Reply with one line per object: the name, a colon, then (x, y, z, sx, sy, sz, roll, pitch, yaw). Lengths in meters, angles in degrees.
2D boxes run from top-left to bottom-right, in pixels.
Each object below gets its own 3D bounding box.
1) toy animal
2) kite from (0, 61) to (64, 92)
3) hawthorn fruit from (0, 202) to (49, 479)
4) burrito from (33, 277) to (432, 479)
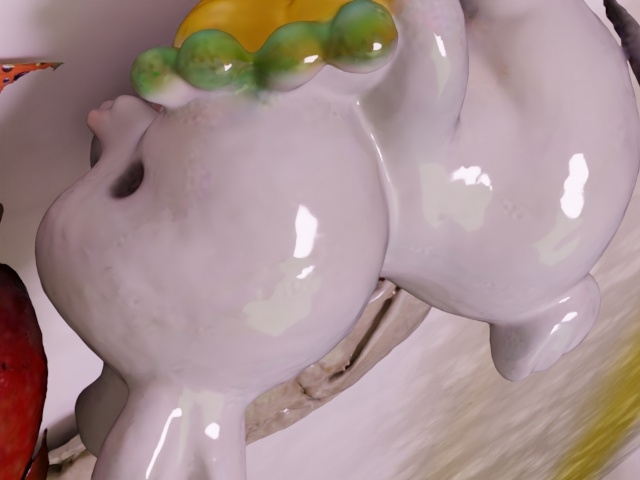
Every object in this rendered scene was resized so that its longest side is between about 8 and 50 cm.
toy animal: (-0.003, -0.006, 0.552, 0.310, 0.183, 0.247, -27, 121, -25)
kite: (-0.215, -0.033, 0.453, 0.222, 0.008, 0.125, -36, 156, 0)
hawthorn fruit: (-0.180, 0.060, 0.518, 0.172, 0.148, 0.148, -67, 155, -5)
burrito: (-0.074, 0.114, 0.820, 0.392, 0.076, 0.117, -34, 155, -4)
